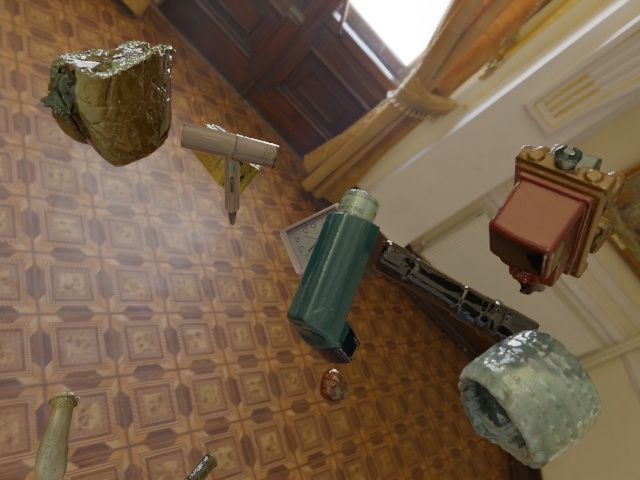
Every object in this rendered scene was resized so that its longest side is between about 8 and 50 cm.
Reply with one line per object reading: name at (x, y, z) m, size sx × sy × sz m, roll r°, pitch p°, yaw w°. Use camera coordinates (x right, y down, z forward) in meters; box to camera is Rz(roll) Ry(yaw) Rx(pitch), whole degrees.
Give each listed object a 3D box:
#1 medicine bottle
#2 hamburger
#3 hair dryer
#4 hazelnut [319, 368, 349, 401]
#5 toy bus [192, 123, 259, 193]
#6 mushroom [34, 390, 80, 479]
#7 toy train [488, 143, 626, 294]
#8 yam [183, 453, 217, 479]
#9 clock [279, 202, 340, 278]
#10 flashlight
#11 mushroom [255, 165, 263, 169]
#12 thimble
medicine bottle at (0.030, 0.052, 0.730) m, size 0.124 × 0.079 × 0.258 m, roll 37°, pitch 66°, yaw -40°
hamburger at (-0.370, -0.254, 0.889) m, size 0.132 × 0.211 × 0.309 m, roll 11°, pitch 32°, yaw 6°
hair dryer at (-0.213, -0.133, 1.014) m, size 0.195 × 0.220 × 0.053 m, roll 12°, pitch 40°, yaw -16°
hazelnut at (0.036, 0.381, 1.225) m, size 0.086 × 0.086 × 0.086 m, roll 32°, pitch 38°, yaw -30°
toy bus at (-0.321, -0.271, 1.488) m, size 0.123 × 0.121 × 0.335 m, roll 27°, pitch 15°, yaw -48°
mushroom at (-0.714, 0.524, 1.274) m, size 0.081 × 0.092 × 0.223 m, roll 5°, pitch 76°, yaw -9°
toy train at (0.421, -0.029, 0.874) m, size 0.163 × 0.231 × 0.369 m, roll 34°, pitch -14°, yaw 33°
yam at (-0.235, 0.445, 0.854) m, size 0.033 × 0.027 × 0.129 m, roll 59°, pitch 31°, yaw -6°
clock at (0.000, 0.000, 1.333) m, size 0.063 × 0.197 × 0.150 m, roll 57°, pitch 8°, yaw -71°
flashlight at (0.319, 0.135, 1.136) m, size 0.424 × 0.103 × 0.103 m, roll 30°, pitch 33°, yaw 4°
mushroom at (-0.263, -0.306, 1.869) m, size 0.306 × 0.068 × 0.043 m, roll -52°, pitch 148°, yaw -57°
thimble at (0.372, 0.292, 0.860) m, size 0.205 × 0.172 × 0.250 m, roll 47°, pitch -18°, yaw 42°
